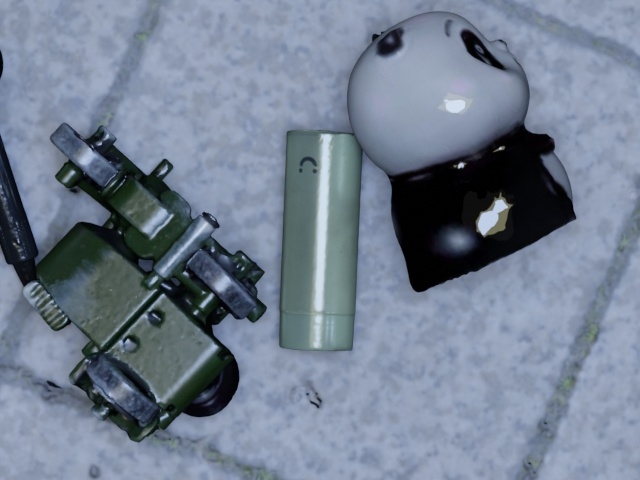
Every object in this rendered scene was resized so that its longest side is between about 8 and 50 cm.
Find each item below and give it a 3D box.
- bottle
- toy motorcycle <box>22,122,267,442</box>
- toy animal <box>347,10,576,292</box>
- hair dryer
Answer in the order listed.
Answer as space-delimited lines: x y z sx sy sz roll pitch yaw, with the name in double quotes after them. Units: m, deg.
0.000 0.000 1.638 0.072 0.072 0.201 2 90 -2 "bottle"
-0.172 0.037 1.593 0.275 0.127 0.205 43 90 9 "toy motorcycle"
0.120 -0.090 1.585 0.165 0.187 0.235 -21 92 2 "toy animal"
-0.296 -0.066 1.610 0.070 0.128 0.255 -18 102 -3 "hair dryer"
